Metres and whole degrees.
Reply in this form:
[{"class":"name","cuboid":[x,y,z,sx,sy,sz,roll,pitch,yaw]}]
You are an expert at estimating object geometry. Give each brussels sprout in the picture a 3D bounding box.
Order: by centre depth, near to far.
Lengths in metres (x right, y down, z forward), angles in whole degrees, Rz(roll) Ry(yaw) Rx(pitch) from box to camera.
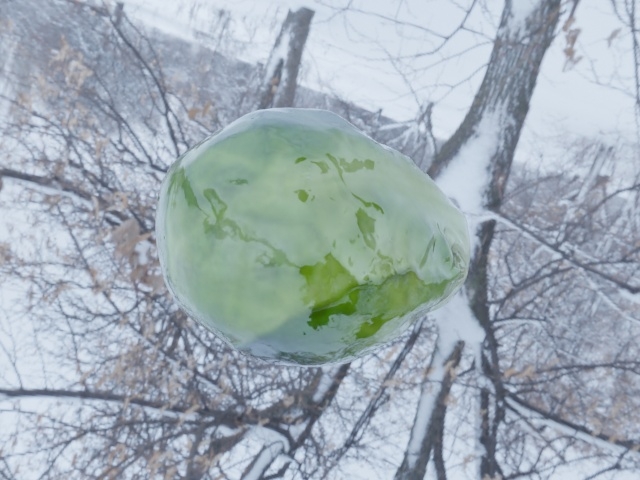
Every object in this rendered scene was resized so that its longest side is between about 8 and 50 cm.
[{"class":"brussels sprout","cuboid":[0.000,0.000,0.497,0.271,0.210,0.219,3,171,-23]}]
